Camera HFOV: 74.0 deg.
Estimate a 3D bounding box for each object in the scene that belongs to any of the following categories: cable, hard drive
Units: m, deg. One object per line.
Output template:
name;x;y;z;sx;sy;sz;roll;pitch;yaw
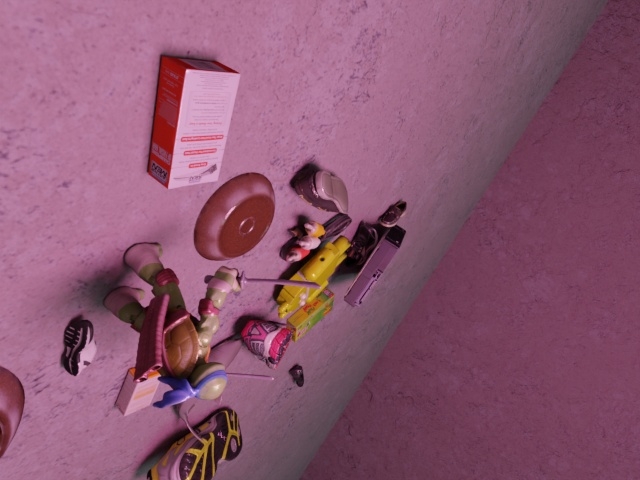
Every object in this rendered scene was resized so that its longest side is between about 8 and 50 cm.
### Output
cable;0.000;0.000;1.096;0.287;0.072;0.139;-8;134;-58
hard drive;0.188;0.073;1.418;0.237;0.064;0.339;-59;174;17

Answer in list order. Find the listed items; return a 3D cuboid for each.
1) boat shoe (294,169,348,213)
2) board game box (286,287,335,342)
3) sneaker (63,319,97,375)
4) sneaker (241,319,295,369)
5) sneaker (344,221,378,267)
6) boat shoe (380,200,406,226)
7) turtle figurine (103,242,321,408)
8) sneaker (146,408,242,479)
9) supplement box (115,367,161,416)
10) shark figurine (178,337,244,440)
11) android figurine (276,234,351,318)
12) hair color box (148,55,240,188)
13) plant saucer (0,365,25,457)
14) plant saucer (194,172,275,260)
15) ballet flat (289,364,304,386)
boat shoe;0.010;-0.109;0.984;0.228;0.069;0.081;23;62;-69
board game box;-0.031;0.240;1.382;0.181;0.043;0.092;-37;151;-33
sneaker;-0.380;0.165;0.680;0.109;0.040;0.044;-63;171;26
sneaker;-0.141;0.269;1.154;0.120;0.112;0.299;-62;175;-22
sneaker;0.124;0.026;1.352;0.077;0.072;0.178;-30;145;-39
boat shoe;0.250;-0.094;1.451;0.152;0.056;0.049;-41;149;-48
turtle figurine;-0.194;0.129;0.679;0.275;0.266;0.197;-33;148;-37
sneaker;-0.340;0.585;1.209;0.147;0.145;0.385;-17;168;10
supplement box;-0.368;0.301;0.866;0.062;0.036;0.098;-4;125;-60
shark figurine;-0.282;0.373;1.027;0.278;0.116;0.166;-59;154;7
android figurine;-0.022;0.105;1.172;0.273;0.056;0.248;-45;167;-22
hair color box;-0.178;-0.161;0.593;0.093;0.053;0.167;-22;139;-51
plant saucer;-0.540;0.290;0.536;0.310;0.050;0.310;-40;151;-28
plant saucer;-0.152;-0.035;0.823;0.198;0.036;0.198;-40;151;-28
ballet flat;-0.091;0.530;1.663;0.049;0.057;0.173;-7;143;-3
